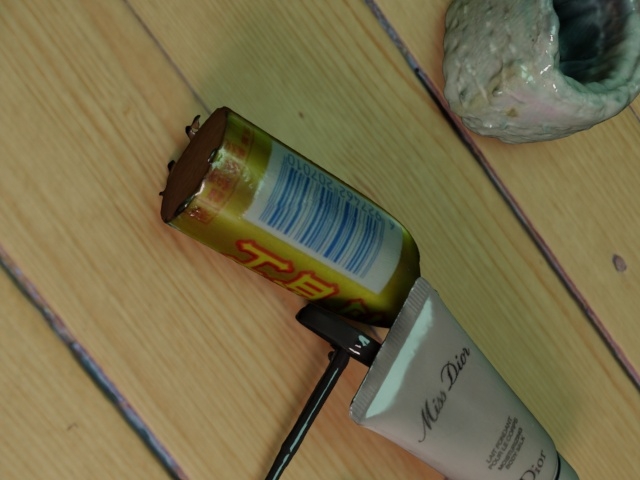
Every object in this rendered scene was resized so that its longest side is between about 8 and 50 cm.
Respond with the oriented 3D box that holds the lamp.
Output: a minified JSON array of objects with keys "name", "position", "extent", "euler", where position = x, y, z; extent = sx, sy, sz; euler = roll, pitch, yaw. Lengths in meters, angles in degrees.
[{"name":"lamp","position":[-0.040,0.215,0.973],"extent":[0.130,0.108,0.371],"euler":[31,63,3]}]

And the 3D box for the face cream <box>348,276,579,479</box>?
[{"name":"face cream","position":[0.142,0.175,1.066],"extent":[0.314,0.089,0.143],"euler":[44,68,-34]}]

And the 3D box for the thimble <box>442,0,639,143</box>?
[{"name":"thimble","position":[0.252,-0.216,1.232],"extent":[0.250,0.172,0.205],"euler":[-44,104,-34]}]

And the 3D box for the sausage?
[{"name":"sausage","position":[-0.001,0.000,1.054],"extent":[0.317,0.125,0.117],"euler":[32,95,-27]}]
